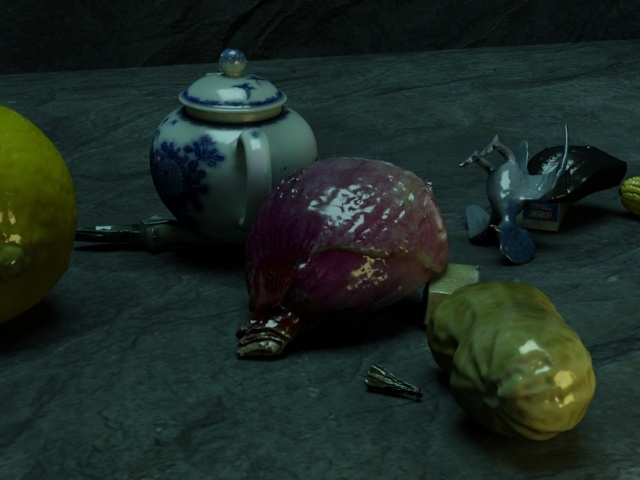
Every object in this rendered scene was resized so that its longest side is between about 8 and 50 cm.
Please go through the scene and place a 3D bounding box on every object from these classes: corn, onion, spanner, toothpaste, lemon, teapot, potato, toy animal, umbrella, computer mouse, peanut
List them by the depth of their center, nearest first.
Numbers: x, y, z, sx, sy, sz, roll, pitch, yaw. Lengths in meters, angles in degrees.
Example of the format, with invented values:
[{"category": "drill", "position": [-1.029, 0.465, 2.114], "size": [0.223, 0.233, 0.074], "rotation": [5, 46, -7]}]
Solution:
[{"category": "peanut", "position": [0.198, 0.120, 1.370], "size": [0.147, 0.147, 0.305], "rotation": [-3, 17, -5]}, {"category": "umbrella", "position": [0.079, 0.161, 1.433], "size": [0.083, 0.031, 0.020], "rotation": [15, -8, 38]}, {"category": "onion", "position": [0.000, 0.000, 1.624], "size": [0.267, 0.159, 0.348], "rotation": [1, 27, 33]}, {"category": "potato", "position": [0.171, 0.073, 1.653], "size": [0.086, 0.061, 0.122], "rotation": [2, 18, 6]}, {"category": "lemon", "position": [-0.475, -0.037, 1.658], "size": [0.336, 0.336, 0.336], "rotation": [-1, 17, 0]}, {"category": "teapot", "position": [-0.128, -0.149, 1.900], "size": [0.252, 0.280, 0.424], "rotation": [-4, 23, -12]}, {"category": "toy animal", "position": [0.290, -0.069, 1.957], "size": [0.239, 0.176, 0.255], "rotation": [-33, 3, 39]}, {"category": "spanner", "position": [-0.226, -0.011, 1.988], "size": [0.324, 0.040, 0.096], "rotation": [-1, 16, -3]}, {"category": "corn", "position": [0.569, -0.059, 2.040], "size": [0.206, 0.067, 0.067], "rotation": [16, 24, 42]}, {"category": "computer mouse", "position": [0.405, -0.117, 2.063], "size": [0.122, 0.074, 0.217], "rotation": [20, 24, 35]}, {"category": "toothpaste", "position": [0.389, -0.077, 2.141], "size": [0.066, 0.053, 0.272], "rotation": [8, 19, 16]}]
